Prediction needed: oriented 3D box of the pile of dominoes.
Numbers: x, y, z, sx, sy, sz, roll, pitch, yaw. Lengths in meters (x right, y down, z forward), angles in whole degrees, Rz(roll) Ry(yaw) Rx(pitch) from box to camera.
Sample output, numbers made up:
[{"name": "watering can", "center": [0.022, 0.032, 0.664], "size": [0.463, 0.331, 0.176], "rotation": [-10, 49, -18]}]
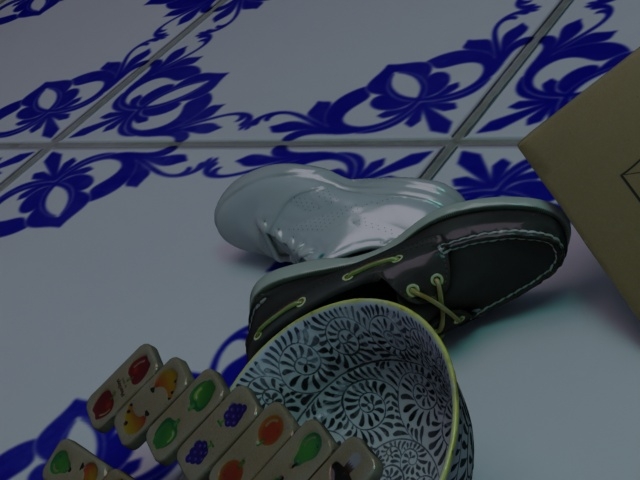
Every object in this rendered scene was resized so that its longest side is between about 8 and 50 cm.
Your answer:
[{"name": "pile of dominoes", "center": [-0.098, 0.156, 0.656], "size": [0.251, 0.040, 0.196], "rotation": [17, 76, 48]}]

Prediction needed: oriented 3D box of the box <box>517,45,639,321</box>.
[{"name": "box", "center": [0.239, -0.057, 0.729], "size": [0.201, 0.021, 0.164], "rotation": [-39, 67, 19]}]

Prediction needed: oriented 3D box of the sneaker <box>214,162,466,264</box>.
[{"name": "sneaker", "center": [0.000, 0.000, 0.913], "size": [0.212, 0.080, 0.094], "rotation": [1, 48, 31]}]

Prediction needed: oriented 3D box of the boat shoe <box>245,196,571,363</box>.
[{"name": "boat shoe", "center": [0.057, 0.038, 0.806], "size": [0.228, 0.081, 0.068], "rotation": [-19, 32, 18]}]

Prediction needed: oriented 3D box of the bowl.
[{"name": "bowl", "center": [0.022, 0.124, 0.657], "size": [0.170, 0.080, 0.170], "rotation": [-25, 47, 29]}]
